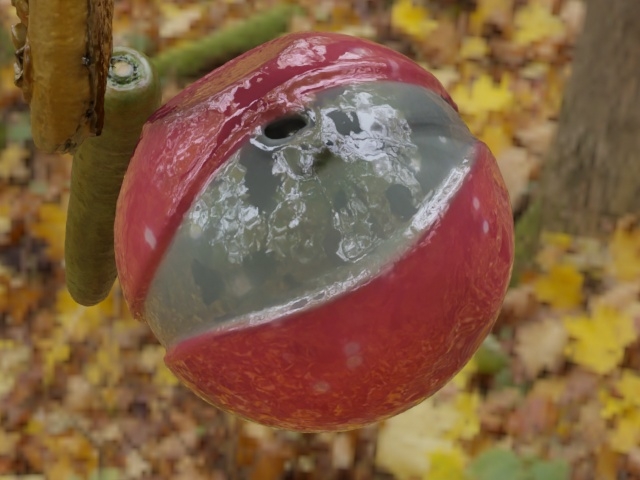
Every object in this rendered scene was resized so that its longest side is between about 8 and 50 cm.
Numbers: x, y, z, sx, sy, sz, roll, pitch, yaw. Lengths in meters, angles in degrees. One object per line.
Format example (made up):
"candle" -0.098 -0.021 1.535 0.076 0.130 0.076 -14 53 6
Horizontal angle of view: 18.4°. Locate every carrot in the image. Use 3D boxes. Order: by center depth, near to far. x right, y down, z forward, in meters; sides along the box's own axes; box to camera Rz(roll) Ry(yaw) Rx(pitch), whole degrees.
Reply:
"carrot" -0.191 -0.043 1.759 0.074 0.358 0.074 6 55 -8

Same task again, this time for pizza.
"pizza" -0.155 -0.161 1.180 0.069 0.147 0.226 1 49 -3

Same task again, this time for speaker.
"speaker" 0.000 0.000 1.451 0.294 0.294 0.294 3 32 -2
